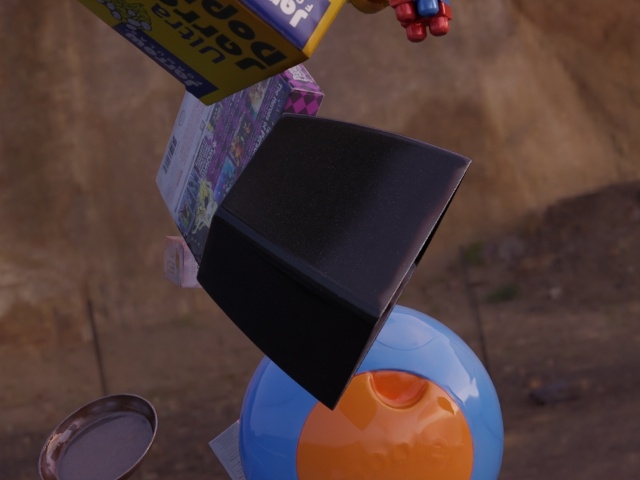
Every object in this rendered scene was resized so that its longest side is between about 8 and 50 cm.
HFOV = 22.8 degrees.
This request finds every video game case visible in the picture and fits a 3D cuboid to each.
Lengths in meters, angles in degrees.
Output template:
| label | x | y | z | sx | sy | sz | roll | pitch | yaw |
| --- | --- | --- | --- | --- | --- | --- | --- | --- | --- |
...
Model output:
| label | x | y | z | sx | sy | sz | roll | pitch | yaw |
| --- | --- | --- | --- | --- | --- | --- | --- | --- | --- |
| video game case | -0.086 | -0.097 | 1.555 | 0.041 | 0.232 | 0.210 | 6 | 30 | -29 |

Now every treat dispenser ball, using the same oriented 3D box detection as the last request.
| label | x | y | z | sx | sy | sz | roll | pitch | yaw |
| --- | --- | --- | --- | --- | --- | --- | --- | --- | --- |
| treat dispenser ball | 0.054 | 0.211 | 1.717 | 0.288 | 0.288 | 0.288 | -10 | 1 | 0 |

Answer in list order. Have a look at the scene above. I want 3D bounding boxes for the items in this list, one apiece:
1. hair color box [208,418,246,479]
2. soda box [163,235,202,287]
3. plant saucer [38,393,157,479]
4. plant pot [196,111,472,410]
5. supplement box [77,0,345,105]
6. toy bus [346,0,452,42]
| label | x | y | z | sx | sy | sz | roll | pitch | yaw |
| --- | --- | --- | --- | --- | --- | --- | --- | --- | --- |
| hair color box | -0.082 | 0.342 | 2.338 | 0.053 | 0.167 | 0.093 | -26 | -10 | -44 |
| soda box | -0.159 | 0.026 | 2.002 | 0.063 | 0.058 | 0.183 | 0 | 3 | -12 |
| plant saucer | -0.282 | 0.268 | 2.042 | 0.168 | 0.029 | 0.168 | -18 | 37 | 14 |
| plant pot | 0.000 | 0.000 | 1.369 | 0.188 | 0.167 | 0.187 | -57 | -6 | -30 |
| supplement box | -0.041 | -0.318 | 1.272 | 0.194 | 0.357 | 0.195 | 37 | -22 | -19 |
| toy bus | 0.086 | -0.347 | 1.961 | 0.220 | 0.211 | 0.149 | -9 | -8 | 23 |
